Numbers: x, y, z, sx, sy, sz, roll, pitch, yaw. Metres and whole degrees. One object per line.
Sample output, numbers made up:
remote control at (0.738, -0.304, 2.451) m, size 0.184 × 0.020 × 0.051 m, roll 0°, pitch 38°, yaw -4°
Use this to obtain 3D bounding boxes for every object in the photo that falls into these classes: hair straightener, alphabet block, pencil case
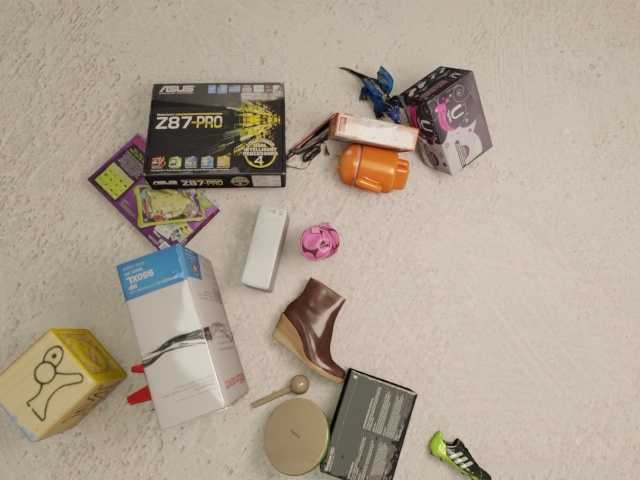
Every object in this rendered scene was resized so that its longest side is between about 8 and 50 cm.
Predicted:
hair straightener at (-0.010, -0.291, 1.366) m, size 0.230 × 0.047 × 0.089 m, roll -37°, pitch 81°, yaw -7°
alphabet block at (-0.668, 0.363, 1.159) m, size 0.197 × 0.193 × 0.192 m, roll -43°, pitch 83°, yaw -8°
pencil case at (0.000, 0.000, 1.226) m, size 0.095 × 0.209 × 0.098 m, roll 10°, pitch 95°, yaw 6°

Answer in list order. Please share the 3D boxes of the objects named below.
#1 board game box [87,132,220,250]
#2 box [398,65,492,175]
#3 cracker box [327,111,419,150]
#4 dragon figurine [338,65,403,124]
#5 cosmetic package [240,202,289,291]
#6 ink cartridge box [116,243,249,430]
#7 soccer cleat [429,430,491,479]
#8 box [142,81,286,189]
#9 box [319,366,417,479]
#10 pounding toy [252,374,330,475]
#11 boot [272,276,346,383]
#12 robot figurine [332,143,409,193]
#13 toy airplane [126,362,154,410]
board game box at (-0.496, -0.135, 1.335) m, size 0.347 × 0.056 × 0.208 m, roll 43°, pitch 86°, yaw 8°
box at (0.356, -0.334, 1.264) m, size 0.163 × 0.142 × 0.247 m, roll -37°, pitch 124°, yaw -7°
cracker box at (0.146, -0.308, 1.291) m, size 0.232 × 0.156 × 0.067 m, roll 9°, pitch 98°, yaw -9°
dragon figurine at (0.171, -0.461, 1.352) m, size 0.085 × 0.144 × 0.289 m, roll -32°, pitch 80°, yaw -7°
cosmetic package at (-0.153, 0.025, 1.268) m, size 0.085 × 0.117 × 0.231 m, roll 14°, pitch 78°, yaw 3°
ink cartridge box at (-0.334, 0.237, 1.137) m, size 0.166 × 0.285 × 0.395 m, roll -20°, pitch 79°, yaw -3°
soccer cleat at (0.377, 0.575, 1.188) m, size 0.179 × 0.060 × 0.072 m, roll 29°, pitch 78°, yaw 8°
box at (-0.298, -0.310, 1.320) m, size 0.395 × 0.097 × 0.318 m, roll -1°, pitch 68°, yaw -3°
box at (0.123, 0.494, 1.181) m, size 0.184 × 0.103 × 0.261 m, roll 20°, pitch 80°, yaw 1°
pounding toy at (-0.055, 0.502, 1.193) m, size 0.183 × 0.110 × 0.237 m, roll -34°, pitch 51°, yaw 4°
boot at (0.011, 0.246, 1.235) m, size 0.248 × 0.090 × 0.207 m, roll 36°, pitch 83°, yaw 10°
robot figurine at (0.146, -0.210, 1.309) m, size 0.219 × 0.128 × 0.158 m, roll 12°, pitch 80°, yaw 2°
toy airplane at (-0.470, 0.393, 1.236) m, size 0.151 × 0.028 × 0.151 m, roll 0°, pitch 78°, yaw -2°
